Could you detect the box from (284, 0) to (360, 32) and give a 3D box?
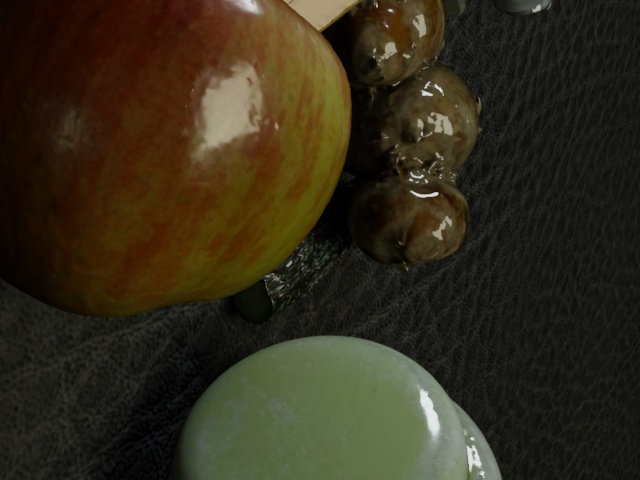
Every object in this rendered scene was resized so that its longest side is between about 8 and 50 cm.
[{"bbox_3d":[-0.047,-0.302,0.899,0.174,0.076,0.274,-39,124,-12],"label":"box"}]

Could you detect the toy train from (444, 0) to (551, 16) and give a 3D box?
[{"bbox_3d":[0.147,-0.389,1.220,0.173,0.248,0.307,-53,138,-40],"label":"toy train"}]

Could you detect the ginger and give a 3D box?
[{"bbox_3d":[0.075,-0.170,1.210,0.256,0.176,0.375,-66,145,-65],"label":"ginger"}]

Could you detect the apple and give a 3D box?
[{"bbox_3d":[-0.132,-0.083,0.778,0.301,0.301,0.302,-24,118,-58],"label":"apple"}]

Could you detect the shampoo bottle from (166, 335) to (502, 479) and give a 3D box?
[{"bbox_3d":[0.014,0.272,1.073,0.322,0.322,0.317,-60,152,-35],"label":"shampoo bottle"}]

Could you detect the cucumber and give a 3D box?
[{"bbox_3d":[0.000,0.000,1.247,0.293,0.067,0.068,-41,132,-51],"label":"cucumber"}]
